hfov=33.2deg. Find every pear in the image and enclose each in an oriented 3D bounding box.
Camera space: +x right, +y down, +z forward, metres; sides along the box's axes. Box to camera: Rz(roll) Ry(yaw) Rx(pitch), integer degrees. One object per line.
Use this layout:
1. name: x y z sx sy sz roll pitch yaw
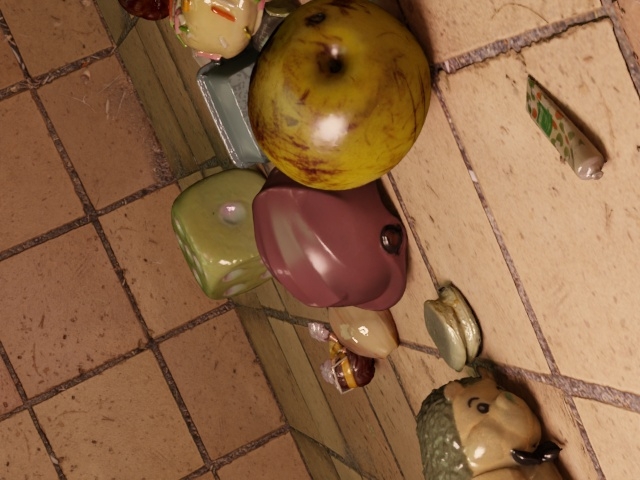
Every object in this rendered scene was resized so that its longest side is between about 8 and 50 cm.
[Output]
1. pear: 0.022 -0.210 1.525 0.284 0.283 0.284 56 163 27

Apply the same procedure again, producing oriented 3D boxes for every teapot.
1. teapot: -0.061 -0.386 1.932 0.092 0.124 0.091 -73 -8 -48

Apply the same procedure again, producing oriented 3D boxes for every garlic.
1. garlic: 0.082 0.146 2.250 0.207 0.128 0.115 61 144 35

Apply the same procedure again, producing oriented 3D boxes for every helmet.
1. helmet: 0.000 0.000 1.949 0.271 0.197 0.339 -10 100 47

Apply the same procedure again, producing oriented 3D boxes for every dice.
1. dice: -0.220 -0.019 2.700 0.254 0.251 0.250 62 164 16

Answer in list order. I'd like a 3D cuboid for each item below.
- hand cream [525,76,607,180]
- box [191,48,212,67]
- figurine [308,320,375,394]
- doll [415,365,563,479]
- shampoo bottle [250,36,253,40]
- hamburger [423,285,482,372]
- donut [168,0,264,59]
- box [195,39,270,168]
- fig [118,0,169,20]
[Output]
1. hand cream: 0.283 -0.127 1.262 0.057 0.037 0.165 82 163 -47
2. box: -0.254 -0.471 2.283 0.139 0.035 0.245 49 -153 -70
3. figurine: 0.053 0.258 2.487 0.240 0.115 0.175 -131 23 -61
4. doll: 0.284 0.383 1.736 0.247 0.247 0.350 100 148 -65
5. shampoo bottle: -0.205 -0.482 2.202 0.092 0.092 0.303 37 150 60
6. hamburger: 0.226 0.153 1.836 0.133 0.062 0.140 55 165 45
7. donut: -0.190 -0.480 1.911 0.371 0.150 0.308 147 120 -74
8. box: -0.124 -0.260 2.077 0.130 0.162 0.227 18 136 56
9. fig: -0.416 -0.662 2.562 0.145 0.170 0.274 -28 61 39
